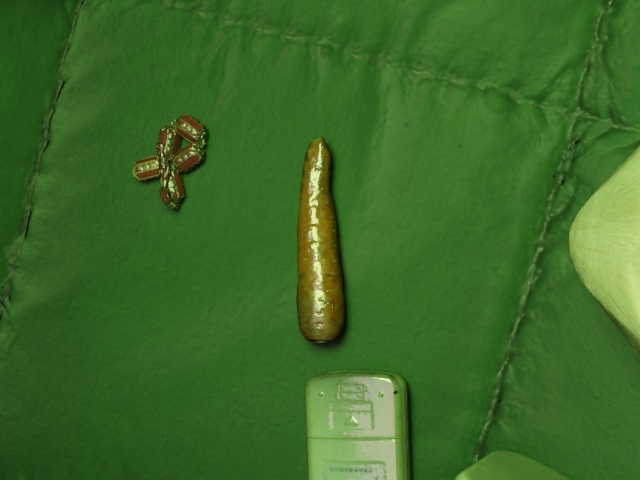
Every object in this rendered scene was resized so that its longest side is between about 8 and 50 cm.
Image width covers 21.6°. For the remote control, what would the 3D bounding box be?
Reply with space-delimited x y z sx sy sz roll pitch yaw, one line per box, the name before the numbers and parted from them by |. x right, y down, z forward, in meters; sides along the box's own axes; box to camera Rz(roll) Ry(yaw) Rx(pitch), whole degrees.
remote control | 0.036 0.235 1.546 0.098 0.038 0.233 -2 90 20

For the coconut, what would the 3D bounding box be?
coconut | 0.330 0.011 1.335 0.266 0.237 0.237 11 94 17

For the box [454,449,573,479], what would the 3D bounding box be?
box | 0.213 0.413 1.412 0.352 0.177 0.344 28 100 17

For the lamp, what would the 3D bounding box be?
lamp | -0.139 -0.080 1.617 0.063 0.031 0.083 39 98 15

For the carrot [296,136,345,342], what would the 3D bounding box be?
carrot | 0.000 0.000 1.560 0.047 0.047 0.191 -2 85 20
